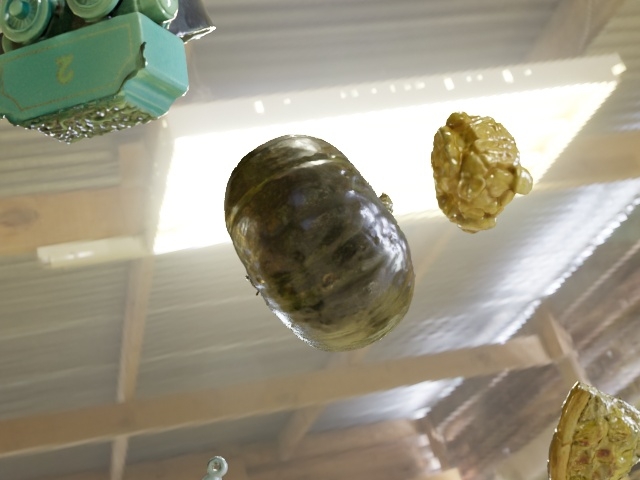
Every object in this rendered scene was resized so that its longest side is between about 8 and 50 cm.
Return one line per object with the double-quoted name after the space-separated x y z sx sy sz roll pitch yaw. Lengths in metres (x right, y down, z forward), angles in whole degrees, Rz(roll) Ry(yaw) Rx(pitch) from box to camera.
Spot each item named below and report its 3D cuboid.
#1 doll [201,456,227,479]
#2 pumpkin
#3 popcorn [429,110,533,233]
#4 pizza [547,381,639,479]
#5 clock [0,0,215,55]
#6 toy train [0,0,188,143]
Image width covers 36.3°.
-0.114 0.266 0.775 0.096 0.195 0.070 11 -21 22 "doll"
0.000 0.000 0.921 0.157 0.223 0.223 -30 -24 -4 "pumpkin"
0.244 -0.111 1.548 0.140 0.194 0.163 8 -12 -24 "popcorn"
0.220 0.150 0.728 0.109 0.026 0.123 -12 -60 -18 "pizza"
-0.326 -0.244 1.271 0.386 0.076 0.386 -21 11 4 "clock"
-0.236 -0.190 0.993 0.203 0.163 0.112 -12 -12 23 "toy train"
